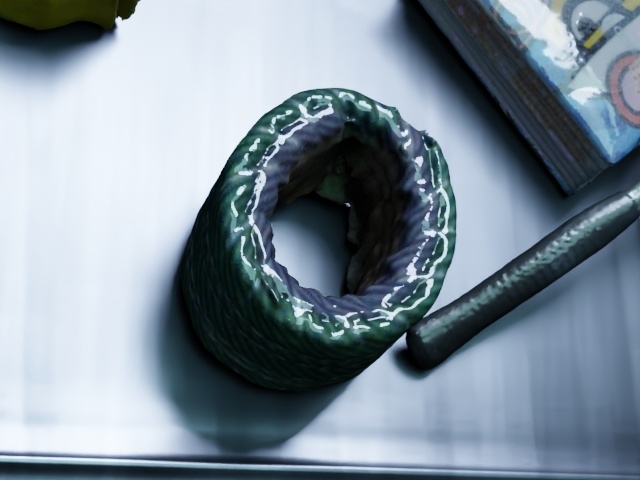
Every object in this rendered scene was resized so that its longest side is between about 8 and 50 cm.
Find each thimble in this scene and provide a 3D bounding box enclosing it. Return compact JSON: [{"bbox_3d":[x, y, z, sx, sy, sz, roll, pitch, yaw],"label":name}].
[{"bbox_3d":[-0.002,0.001,0.817,0.118,0.090,0.135,24,62,-11],"label":"thimble"}]

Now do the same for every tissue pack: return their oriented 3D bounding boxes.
[{"bbox_3d":[0.139,-0.121,0.938,0.115,0.065,0.155,-36,85,-27],"label":"tissue pack"}]

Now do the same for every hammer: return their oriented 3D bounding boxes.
[{"bbox_3d":[0.145,-0.014,0.874,0.246,0.029,0.103,-31,108,-10],"label":"hammer"}]

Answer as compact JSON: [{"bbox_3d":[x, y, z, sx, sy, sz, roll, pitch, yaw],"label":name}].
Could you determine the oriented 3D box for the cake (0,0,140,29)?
[{"bbox_3d":[-0.164,-0.173,0.816,0.185,0.116,0.080,46,62,-4],"label":"cake"}]
